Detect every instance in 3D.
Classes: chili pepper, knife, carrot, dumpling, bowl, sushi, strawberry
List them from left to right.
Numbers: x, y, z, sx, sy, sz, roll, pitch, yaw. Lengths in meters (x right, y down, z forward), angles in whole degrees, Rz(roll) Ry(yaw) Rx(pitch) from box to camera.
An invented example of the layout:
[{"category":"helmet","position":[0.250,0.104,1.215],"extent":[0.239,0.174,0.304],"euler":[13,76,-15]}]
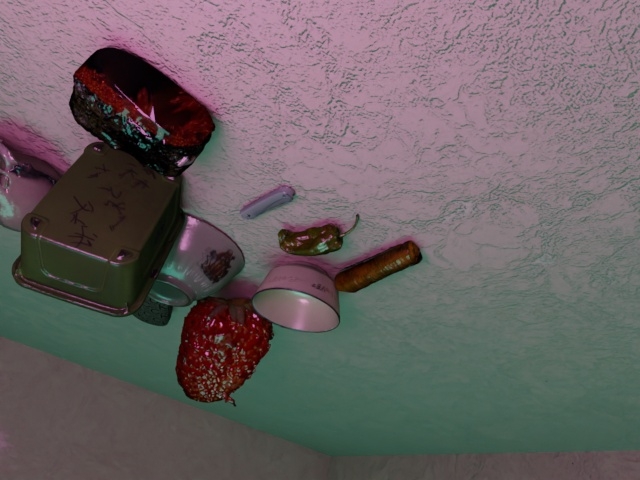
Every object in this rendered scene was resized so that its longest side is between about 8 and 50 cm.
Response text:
[{"category":"dumpling","position":[-0.682,-0.128,1.066],"extent":[0.163,0.204,0.293],"euler":[-13,137,-16]},{"category":"sushi","position":[-0.304,-0.213,0.782],"extent":[0.225,0.136,0.126],"euler":[36,133,-21]},{"category":"bowl","position":[-0.386,0.077,1.223],"extent":[0.337,0.157,0.337],"euler":[10,147,6]},{"category":"strawberry","position":[-0.284,0.338,1.379],"extent":[0.292,0.343,0.292],"euler":[8,-178,0]},{"category":"knife","position":[-0.116,-0.079,1.003],"extent":[0.162,0.023,0.044],"euler":[-21,137,41]},{"category":"bowl","position":[-0.051,0.139,1.205],"extent":[0.237,0.126,0.238],"euler":[11,147,7]},{"category":"chili pepper","position":[-0.001,0.001,1.029],"extent":[0.204,0.072,0.073],"euler":[-5,140,29]},{"category":"carrot","position":[0.130,0.067,1.084],"extent":[0.070,0.070,0.260],"euler":[33,140,-25]}]

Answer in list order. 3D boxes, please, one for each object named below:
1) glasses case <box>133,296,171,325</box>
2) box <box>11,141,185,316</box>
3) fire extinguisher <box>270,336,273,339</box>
[{"category":"glasses case","position":[-0.574,0.206,1.550],"extent":[0.137,0.085,0.355],"euler":[20,147,-8]},{"category":"box","position":[-0.436,-0.040,0.938],"extent":[0.252,0.329,0.178],"euler":[19,135,-9]},{"category":"fire extinguisher","position":[-0.217,0.327,1.631],"extent":[0.132,0.039,0.056],"euler":[34,151,-26]}]
